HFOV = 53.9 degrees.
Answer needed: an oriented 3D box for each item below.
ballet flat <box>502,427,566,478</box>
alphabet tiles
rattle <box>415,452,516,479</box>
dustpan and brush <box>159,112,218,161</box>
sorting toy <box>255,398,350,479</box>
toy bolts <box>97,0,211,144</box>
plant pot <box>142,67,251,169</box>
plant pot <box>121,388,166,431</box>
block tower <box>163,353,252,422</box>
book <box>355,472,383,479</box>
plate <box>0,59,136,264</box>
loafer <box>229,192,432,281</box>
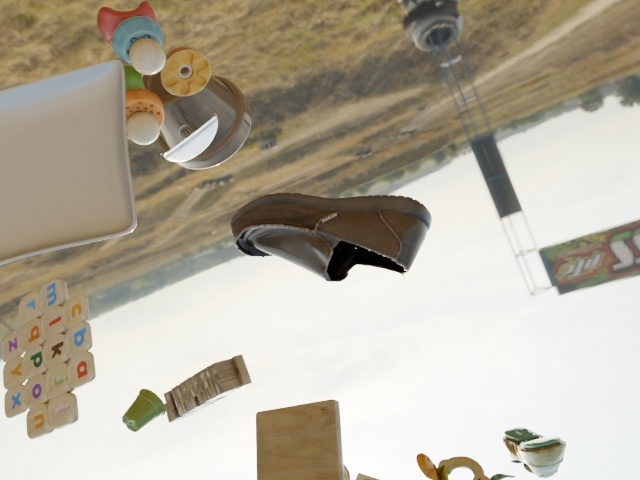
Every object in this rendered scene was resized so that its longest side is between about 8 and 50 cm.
[{"bbox_3d":[0.579,0.575,1.685,0.123,0.123,0.348,-23,169,-5],"label":"ballet flat"},{"bbox_3d":[-0.524,0.224,1.206,0.278,0.284,0.021,-28,154,28],"label":"alphabet tiles"},{"bbox_3d":[0.345,0.537,1.460,0.200,0.142,0.130,-5,-157,38],"label":"rattle"},{"bbox_3d":[-0.293,-0.222,1.422,0.147,0.060,0.211,-39,172,-8],"label":"dustpan and brush"},{"bbox_3d":[-0.040,0.563,1.635,0.257,0.255,0.089,-18,153,29],"label":"sorting toy"},{"bbox_3d":[-0.287,-0.297,1.127,0.218,0.158,0.228,-21,142,-17],"label":"toy bolts"},{"bbox_3d":[-0.335,-0.346,1.606,0.263,0.263,0.229,-22,155,7],"label":"plant pot"},{"bbox_3d":[-0.425,0.410,1.494,0.083,0.083,0.079,-20,-163,41],"label":"plant pot"},{"bbox_3d":[-0.342,0.438,1.846,0.097,0.091,0.335,-5,157,-48],"label":"block tower"},{"bbox_3d":[0.104,0.423,0.966,0.144,0.035,0.096,2,-118,41],"label":"book"},{"bbox_3d":[-0.380,-0.094,0.845,0.278,0.277,0.045,-14,156,3],"label":"plate"},{"bbox_3d":[0.000,0.000,1.066,0.366,0.130,0.134,-3,153,26],"label":"loafer"}]
